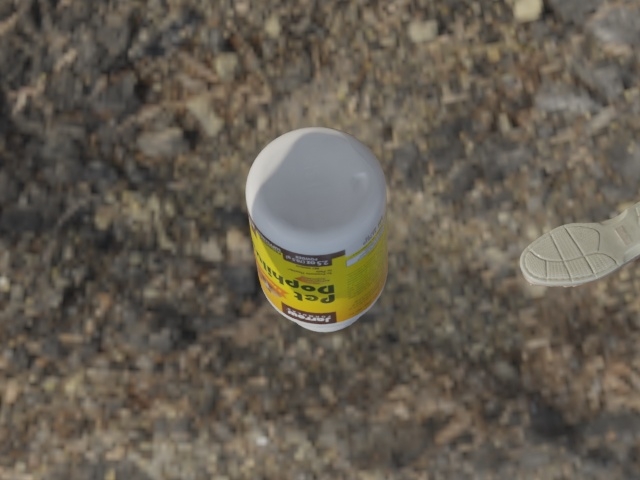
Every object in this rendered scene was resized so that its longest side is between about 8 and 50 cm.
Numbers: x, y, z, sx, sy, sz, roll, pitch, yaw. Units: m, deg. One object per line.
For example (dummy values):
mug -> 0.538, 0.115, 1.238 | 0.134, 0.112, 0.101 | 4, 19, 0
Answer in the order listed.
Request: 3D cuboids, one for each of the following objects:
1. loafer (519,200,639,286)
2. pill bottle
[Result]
loafer -> 0.197, 0.007, 1.221 | 0.125, 0.045, 0.039 | -21, 158, -7
pill bottle -> 0.000, 0.000, 1.522 | 0.117, 0.117, 0.215 | -4, 154, 1
